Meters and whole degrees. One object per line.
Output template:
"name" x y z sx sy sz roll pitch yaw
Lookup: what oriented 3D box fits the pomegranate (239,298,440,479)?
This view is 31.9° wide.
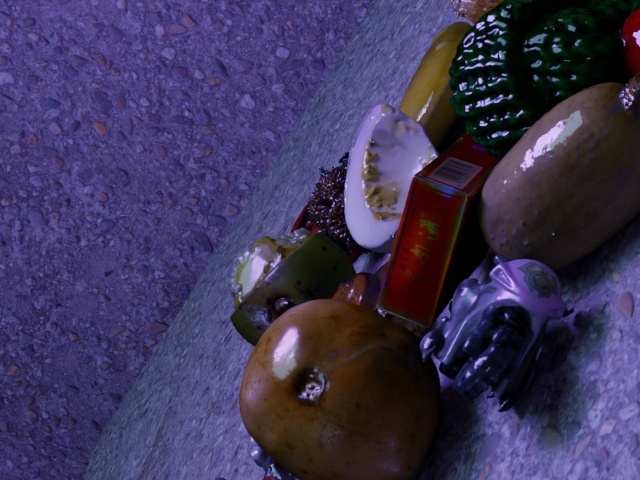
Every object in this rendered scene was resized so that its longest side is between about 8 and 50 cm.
"pomegranate" 0.030 0.220 1.565 0.307 0.307 0.307 -55 15 23

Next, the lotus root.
"lotus root" 0.325 -0.086 1.367 0.343 0.169 0.151 -49 17 43

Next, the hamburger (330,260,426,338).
"hamburger" 0.077 0.159 1.842 0.243 0.138 0.262 -47 20 45

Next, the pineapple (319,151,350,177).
"pineapple" 0.087 -0.162 2.403 0.197 0.108 0.108 -26 28 21

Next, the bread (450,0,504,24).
"bread" 0.339 -0.499 2.133 0.121 0.174 0.245 -54 7 45

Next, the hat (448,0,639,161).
"hat" 0.353 -0.245 1.475 0.332 0.242 0.274 -12 36 52

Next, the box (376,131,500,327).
"box" 0.187 -0.028 1.584 0.313 0.089 0.197 -37 -36 -62

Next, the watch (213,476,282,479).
"watch" -0.143 0.492 1.640 0.274 0.305 0.241 -41 22 36

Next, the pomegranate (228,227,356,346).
"pomegranate" -0.040 0.100 2.208 0.260 0.260 0.340 -57 -16 17

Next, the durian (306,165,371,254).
"durian" 0.056 -0.065 2.230 0.196 0.196 0.167 -136 64 -76

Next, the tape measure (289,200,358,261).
"tape measure" 0.000 -0.001 2.488 0.260 0.114 0.253 -51 17 37

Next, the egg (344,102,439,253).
"egg" 0.154 -0.085 1.964 0.206 0.161 0.271 -54 37 42

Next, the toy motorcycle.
"toy motorcycle" 0.225 0.110 1.440 0.188 0.143 0.327 -56 -2 0

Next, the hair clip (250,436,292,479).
"hair clip" -0.086 0.357 2.070 0.054 0.140 0.220 -25 54 34

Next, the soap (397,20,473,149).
"soap" 0.218 -0.267 2.203 0.306 0.115 0.427 -57 3 29
